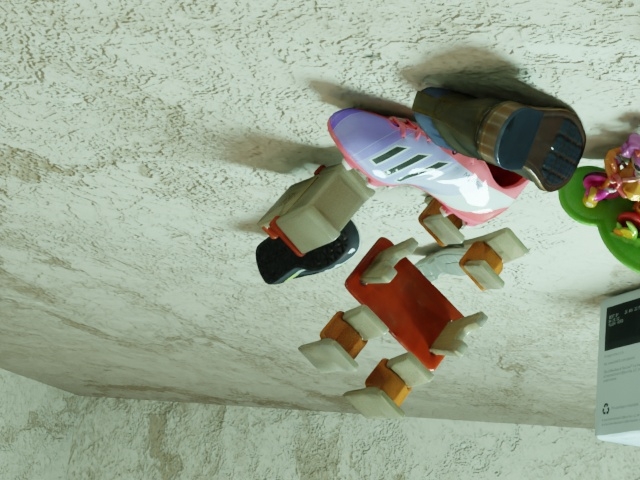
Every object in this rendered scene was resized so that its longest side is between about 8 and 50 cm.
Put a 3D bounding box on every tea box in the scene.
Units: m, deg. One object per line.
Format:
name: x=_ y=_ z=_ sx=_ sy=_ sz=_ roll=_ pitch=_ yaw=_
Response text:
tea box: x=0.611 y=0.184 z=1.766 sx=0.324 sy=0.220 sz=0.329 roll=10 pitch=164 yaw=-18

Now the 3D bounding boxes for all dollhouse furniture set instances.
dollhouse furniture set: x=0.063 y=0.036 z=1.434 sx=0.259 sy=0.262 sz=0.135 roll=46 pitch=155 yaw=-12

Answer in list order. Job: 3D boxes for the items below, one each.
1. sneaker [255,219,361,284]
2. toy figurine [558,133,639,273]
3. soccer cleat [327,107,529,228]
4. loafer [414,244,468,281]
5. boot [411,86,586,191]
sneaker: x=0.000 y=0.000 z=1.653 sx=0.097 sy=0.084 sz=0.235 roll=-13 pitch=178 yaw=-32
toy figurine: x=0.331 y=-0.062 z=1.230 sx=0.173 sy=0.130 sz=0.159 roll=24 pitch=154 yaw=10
soccer cleat: x=0.111 y=-0.087 z=1.269 sx=0.248 sy=0.083 sz=0.095 roll=25 pitch=127 yaw=-39
loafer: x=0.175 y=0.025 z=1.718 sx=0.045 sy=0.039 sz=0.125 roll=49 pitch=144 yaw=-18
boot: x=0.176 y=-0.105 z=1.203 sx=0.106 sy=0.082 sz=0.219 roll=27 pitch=-173 yaw=30
